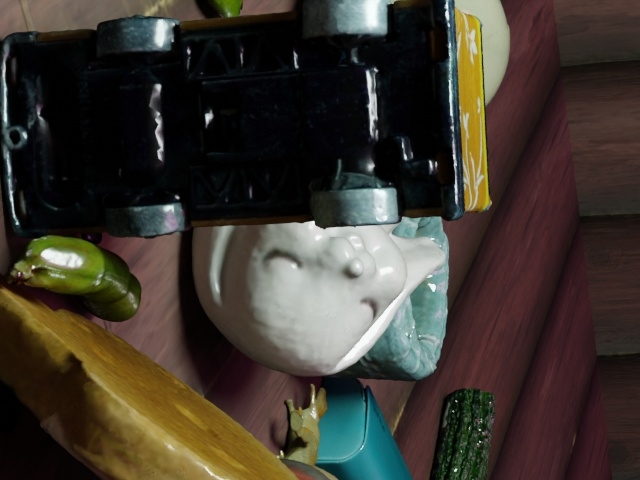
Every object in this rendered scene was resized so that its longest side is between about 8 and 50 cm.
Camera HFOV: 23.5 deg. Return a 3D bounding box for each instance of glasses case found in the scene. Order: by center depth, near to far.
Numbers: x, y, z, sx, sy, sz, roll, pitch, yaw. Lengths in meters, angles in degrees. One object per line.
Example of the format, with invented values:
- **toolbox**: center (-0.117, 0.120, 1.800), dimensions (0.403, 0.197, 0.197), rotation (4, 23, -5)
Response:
- **glasses case**: center (0.066, 0.281, 1.748), dimensions (0.301, 0.070, 0.117), rotation (63, 30, -47)

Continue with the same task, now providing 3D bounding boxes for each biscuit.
- **biscuit**: center (-0.123, 0.120, 1.004), dimensions (0.057, 0.287, 0.344), rotation (-54, -164, -2)

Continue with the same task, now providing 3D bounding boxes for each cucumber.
- **cucumber**: center (0.191, 0.305, 2.089), dimensions (0.077, 0.077, 0.265), rotation (66, 29, -46)

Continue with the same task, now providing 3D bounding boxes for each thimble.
- **thimble**: center (0.050, 0.043, 1.617), dimensions (0.235, 0.143, 0.198), rotation (-56, 141, -58)

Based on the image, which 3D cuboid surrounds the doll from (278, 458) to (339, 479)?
- **doll**: center (-0.053, 0.269, 1.235), dimensions (0.330, 0.174, 0.235), rotation (-16, 89, -67)

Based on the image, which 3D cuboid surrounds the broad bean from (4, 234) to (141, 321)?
- **broad bean**: center (-0.163, 0.026, 1.071), dimensions (0.052, 0.053, 0.256), rotation (48, -1, 7)

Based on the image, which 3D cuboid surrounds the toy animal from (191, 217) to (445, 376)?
- **toy animal**: center (0.000, 0.000, 1.389), dimensions (0.272, 0.206, 0.265), rotation (30, 58, -23)

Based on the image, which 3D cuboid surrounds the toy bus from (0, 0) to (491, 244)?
- **toy bus**: center (-0.046, -0.082, 1.094), dimensions (0.194, 0.324, 0.161), rotation (-10, 97, -72)

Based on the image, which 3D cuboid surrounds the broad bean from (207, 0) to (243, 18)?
- **broad bean**: center (-0.099, -0.278, 1.382), dimensions (0.061, 0.046, 0.195), rotation (-84, 167, -56)

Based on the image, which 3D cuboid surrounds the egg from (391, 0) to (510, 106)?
- **egg**: center (0.096, -0.214, 1.666), dimensions (0.269, 0.219, 0.219), rotation (-30, 116, -66)

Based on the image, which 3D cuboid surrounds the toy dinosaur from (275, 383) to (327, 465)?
- **toy dinosaur**: center (-0.017, 0.227, 1.561), dimensions (0.126, 0.039, 0.162), rotation (11, 79, -72)
